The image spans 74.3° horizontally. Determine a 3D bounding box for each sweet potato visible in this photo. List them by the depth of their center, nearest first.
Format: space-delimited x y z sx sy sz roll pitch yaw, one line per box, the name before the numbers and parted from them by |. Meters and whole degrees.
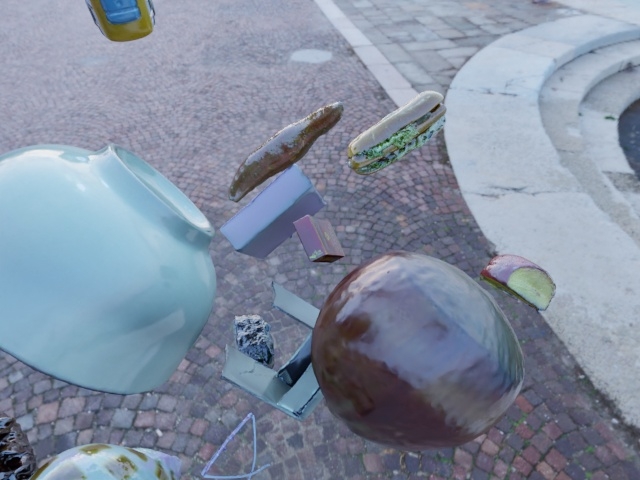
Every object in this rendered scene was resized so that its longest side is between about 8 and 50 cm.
sweet potato | -0.057 -0.148 0.678 0.255 0.058 0.078 -31 13 27

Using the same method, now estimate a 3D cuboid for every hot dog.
hot dog | 0.212 -0.281 1.159 0.337 0.135 0.100 -34 51 -10

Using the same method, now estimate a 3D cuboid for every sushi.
sushi | -0.220 0.340 1.391 0.127 0.124 0.225 -6 37 -16

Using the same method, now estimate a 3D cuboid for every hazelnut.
hazelnut | 0.183 0.231 0.866 0.421 0.421 0.353 -15 13 -14

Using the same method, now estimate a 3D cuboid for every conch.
conch | -0.454 0.527 0.812 0.368 0.249 0.197 -12 17 -20

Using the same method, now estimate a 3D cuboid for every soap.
soap | -0.132 -0.075 1.305 0.296 0.285 0.107 -42 81 0

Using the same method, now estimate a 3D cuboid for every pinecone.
pinecone | -0.737 0.487 0.869 0.298 0.296 0.242 -22 2 37

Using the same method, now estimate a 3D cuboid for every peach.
peach | 0.242 0.048 0.511 0.083 0.077 0.050 34 89 25

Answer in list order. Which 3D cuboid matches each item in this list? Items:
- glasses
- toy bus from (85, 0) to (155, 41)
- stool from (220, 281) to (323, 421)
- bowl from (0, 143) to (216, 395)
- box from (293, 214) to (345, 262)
glasses | -0.150 0.429 0.828 0.104 0.062 0.140 42 60 5
toy bus | -0.400 -0.493 0.812 0.126 0.209 0.136 -19 52 -13
stool | -0.089 0.300 1.151 0.269 0.243 0.170 33 8 -14
bowl | -0.264 0.000 0.551 0.185 0.354 0.354 -45 50 0
box | 0.000 0.000 0.514 0.023 0.082 0.051 -28 78 15
